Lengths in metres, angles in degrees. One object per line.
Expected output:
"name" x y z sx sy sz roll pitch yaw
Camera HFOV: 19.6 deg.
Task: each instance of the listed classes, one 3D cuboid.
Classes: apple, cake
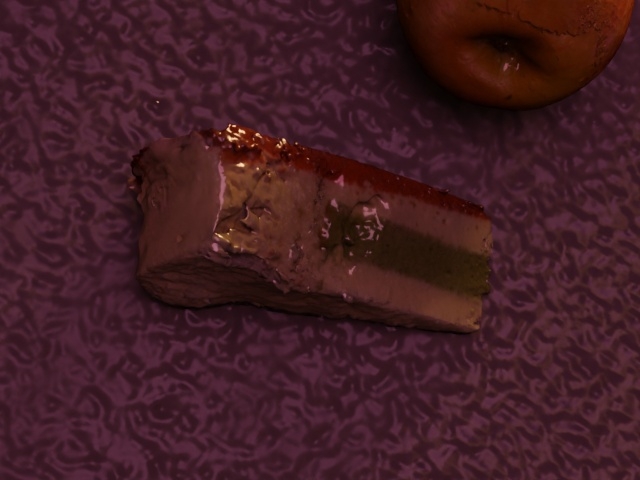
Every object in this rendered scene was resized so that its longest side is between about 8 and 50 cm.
"apple" 0.112 -0.141 1.078 0.146 0.146 0.147 3 76 -11
"cake" -0.015 0.002 1.068 0.220 0.116 0.086 15 74 -42
